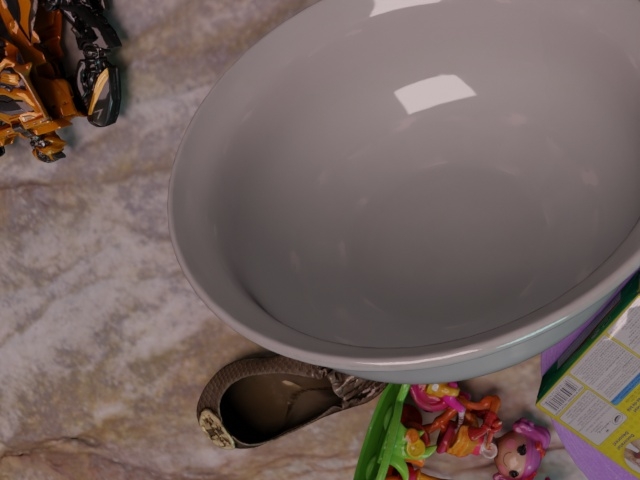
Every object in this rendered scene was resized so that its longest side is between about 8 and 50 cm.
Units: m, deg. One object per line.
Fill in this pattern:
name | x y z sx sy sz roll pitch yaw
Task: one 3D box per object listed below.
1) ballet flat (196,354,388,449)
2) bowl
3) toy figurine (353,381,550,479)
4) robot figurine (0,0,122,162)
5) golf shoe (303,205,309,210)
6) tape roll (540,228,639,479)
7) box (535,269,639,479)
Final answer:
ballet flat | -0.035 0.139 0.654 0.249 0.058 0.084 -28 105 39
bowl | 0.068 -0.028 0.465 0.297 0.298 0.134 1 146 22
toy figurine | 0.122 0.176 0.606 0.159 0.130 0.173 18 93 0
robot figurine | -0.283 -0.199 0.614 0.211 0.085 0.291 -11 106 24
golf shoe | 0.000 0.000 0.593 0.176 0.069 0.086 43 126 2
tape roll | 0.289 0.073 0.487 0.274 0.090 0.275 9 115 19
box | 0.236 0.110 0.449 0.179 0.043 0.105 37 120 8
